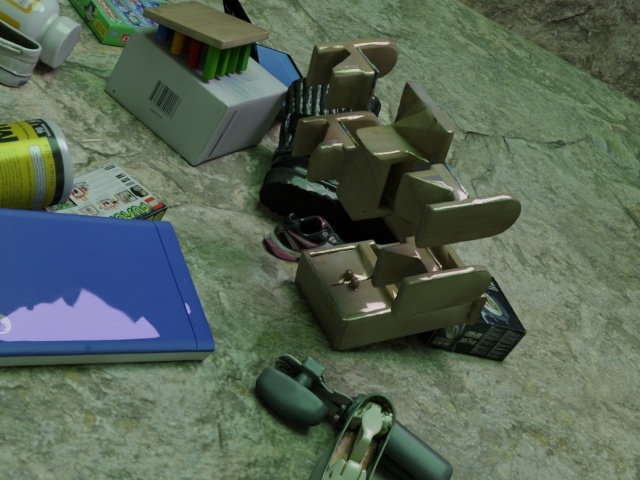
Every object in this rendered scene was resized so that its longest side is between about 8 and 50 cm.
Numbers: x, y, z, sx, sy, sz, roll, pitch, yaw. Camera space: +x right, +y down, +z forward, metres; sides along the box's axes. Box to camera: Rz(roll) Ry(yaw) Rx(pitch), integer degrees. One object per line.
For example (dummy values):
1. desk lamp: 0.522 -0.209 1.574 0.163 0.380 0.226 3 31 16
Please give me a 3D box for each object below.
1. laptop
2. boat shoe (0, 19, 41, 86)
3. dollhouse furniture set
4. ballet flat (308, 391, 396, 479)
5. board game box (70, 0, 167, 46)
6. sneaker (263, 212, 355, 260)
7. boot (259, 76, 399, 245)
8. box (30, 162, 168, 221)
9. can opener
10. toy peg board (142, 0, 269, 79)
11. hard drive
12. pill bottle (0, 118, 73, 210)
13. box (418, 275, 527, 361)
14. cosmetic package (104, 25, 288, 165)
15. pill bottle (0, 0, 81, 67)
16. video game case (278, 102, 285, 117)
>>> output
1. laptop: -0.105 -0.418 2.220 0.137 0.264 0.234 -18 47 -11
2. boat shoe: -0.566 -0.352 1.666 0.267 0.088 0.096 37 27 -8
3. dollhouse furniture set: 0.141 -0.043 1.553 0.257 0.394 0.362 -10 47 -25
4. ballet flat: 0.037 0.273 1.298 0.072 0.068 0.213 29 48 0
5. board game box: -0.412 -0.491 2.113 0.214 0.046 0.317 -2 44 -46
6. sneaker: 0.000 0.000 1.741 0.178 0.077 0.072 9 38 -39
7. boot: 0.075 -0.129 1.860 0.348 0.131 0.260 26 55 -13
8. box: -0.323 -0.044 1.517 0.114 0.036 0.207 39 28 10
9. can opener: 0.039 0.258 1.412 0.283 0.076 0.095 38 61 7
10. toy peg board: -0.200 -0.340 1.796 0.161 0.079 0.161 25 25 18
11. hard drive: -0.300 0.058 1.336 0.319 0.040 0.210 4 53 -43
12. pill bottle: -0.435 -0.086 1.346 0.209 0.119 0.119 -15 53 -36
13. box: 0.240 0.118 1.806 0.180 0.077 0.147 15 34 -32
14. cosmetic package: -0.215 -0.270 1.879 0.224 0.138 0.225 40 27 12
15. pill bottle: -0.512 -0.380 1.759 0.208 0.117 0.117 32 28 -3
16. video game case: -0.106 -0.285 2.049 0.119 0.015 0.166 37 -2 -4
